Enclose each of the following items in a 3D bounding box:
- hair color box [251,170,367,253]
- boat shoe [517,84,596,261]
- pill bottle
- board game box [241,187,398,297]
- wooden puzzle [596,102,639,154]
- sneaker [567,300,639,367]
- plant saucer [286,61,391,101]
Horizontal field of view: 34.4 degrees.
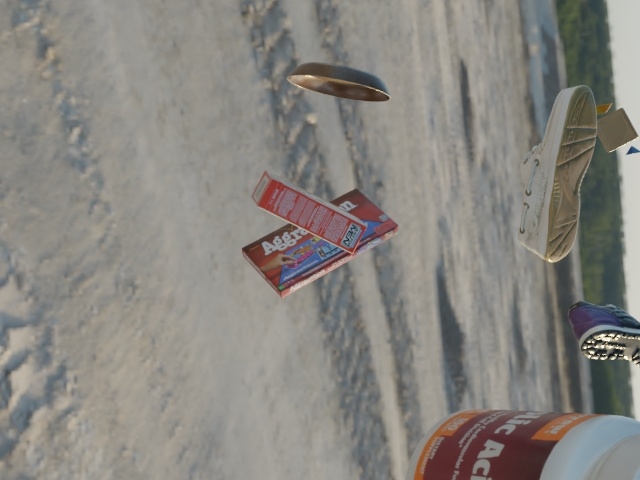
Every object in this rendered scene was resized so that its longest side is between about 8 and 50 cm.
[{"bbox_3d":[-0.019,-0.045,1.605,0.053,0.167,0.093,-61,-165,5],"label":"hair color box"},{"bbox_3d":[0.348,-0.107,1.582,0.098,0.096,0.277,-11,116,-41],"label":"boat shoe"},{"bbox_3d":[0.290,0.315,1.219,0.392,0.224,0.224,-15,-102,62],"label":"pill bottle"},{"bbox_3d":[0.000,0.000,2.051,0.145,0.281,0.027,44,-27,38],"label":"board game box"},{"bbox_3d":[0.575,-0.216,2.014,0.014,0.079,0.116,-28,96,-52],"label":"wooden puzzle"},{"bbox_3d":[0.644,0.184,2.166,0.107,0.283,0.124,-56,-147,31],"label":"sneaker"},{"bbox_3d":[0.031,-0.252,1.637,0.168,0.169,0.029,16,84,-75],"label":"plant saucer"}]
